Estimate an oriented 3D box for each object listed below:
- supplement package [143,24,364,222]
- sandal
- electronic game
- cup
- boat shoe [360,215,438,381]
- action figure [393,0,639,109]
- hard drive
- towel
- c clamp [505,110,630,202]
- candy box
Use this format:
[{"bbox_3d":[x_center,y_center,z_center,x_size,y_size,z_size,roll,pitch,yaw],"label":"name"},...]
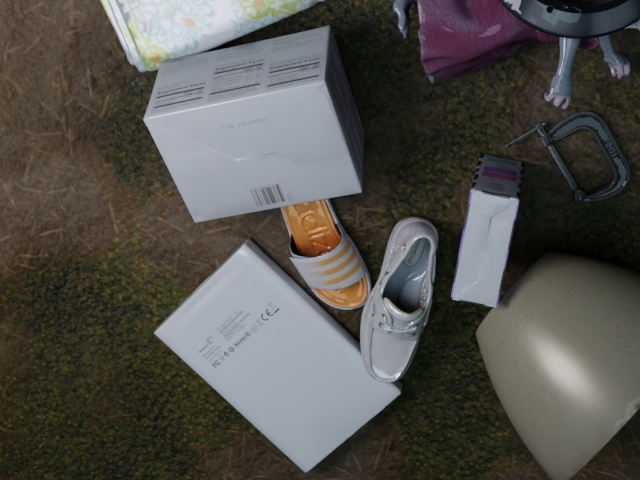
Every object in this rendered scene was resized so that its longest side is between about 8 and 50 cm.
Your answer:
[{"bbox_3d":[-0.086,-0.165,1.509,0.261,0.145,0.204,-9,132,14],"label":"supplement package"},{"bbox_3d":[-0.010,0.003,1.629,0.102,0.076,0.265,-22,105,17],"label":"sandal"},{"bbox_3d":[0.312,-0.354,1.270,0.229,0.048,0.229,-1,77,3],"label":"electronic game"},{"bbox_3d":[0.369,0.153,1.519,0.237,0.331,0.331,43,113,14],"label":"cup"},{"bbox_3d":[0.121,0.103,1.617,0.098,0.096,0.277,9,106,-4],"label":"boat shoe"},{"bbox_3d":[0.301,-0.320,1.388,0.370,0.248,0.276,-9,101,20],"label":"action figure"},{"bbox_3d":[-0.070,0.195,1.728,0.353,0.047,0.233,44,111,-7],"label":"hard drive"},{"bbox_3d":[-0.171,-0.443,1.487,0.374,0.090,0.321,-19,109,16],"label":"towel"},{"bbox_3d":[0.376,-0.120,1.550,0.137,0.022,0.161,-36,100,14],"label":"c clamp"},{"bbox_3d":[0.243,-0.020,1.512,0.070,0.196,0.165,11,112,9],"label":"candy box"}]
